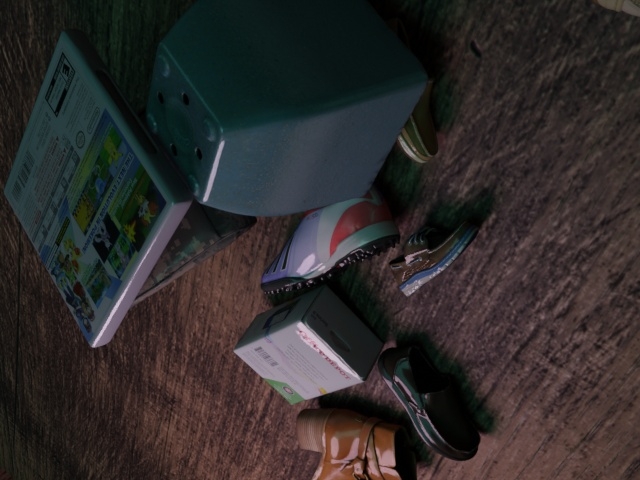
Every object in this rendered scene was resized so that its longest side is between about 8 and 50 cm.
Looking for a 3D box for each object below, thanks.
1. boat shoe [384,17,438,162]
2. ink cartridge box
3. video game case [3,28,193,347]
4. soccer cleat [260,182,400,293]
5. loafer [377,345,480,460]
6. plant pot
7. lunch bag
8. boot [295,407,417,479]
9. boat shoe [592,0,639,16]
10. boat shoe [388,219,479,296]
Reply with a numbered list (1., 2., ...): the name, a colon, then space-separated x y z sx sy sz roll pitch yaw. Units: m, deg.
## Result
1. boat shoe: 0.114 -0.191 1.068 0.072 0.068 0.190 -17 108 34
2. ink cartridge box: -0.022 0.181 1.419 0.154 0.093 0.212 45 141 -14
3. video game case: -0.317 -0.062 1.137 0.300 0.036 0.329 55 132 19
4. soccer cleat: 0.000 0.000 1.293 0.318 0.108 0.116 -31 74 52
5. loafer: 0.180 0.257 1.327 0.220 0.080 0.078 49 139 1
6. plant pot: -0.069 -0.175 1.035 0.248 0.252 0.247 54 146 19
7. lunch bag: -0.283 -0.059 1.332 0.305 0.212 0.256 -32 96 10
8. boot: 0.088 0.431 1.536 0.220 0.109 0.284 0 112 36
9. boat shoe: 0.324 -0.312 0.702 0.110 0.122 0.341 28 165 16
10. boat shoe: 0.151 0.017 1.185 0.066 0.066 0.183 47 138 4
